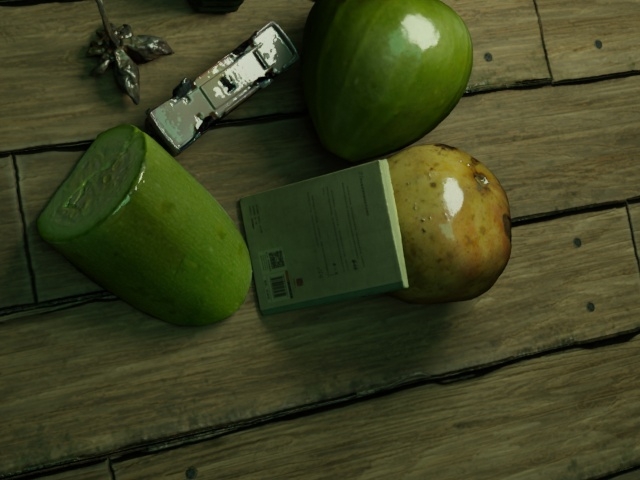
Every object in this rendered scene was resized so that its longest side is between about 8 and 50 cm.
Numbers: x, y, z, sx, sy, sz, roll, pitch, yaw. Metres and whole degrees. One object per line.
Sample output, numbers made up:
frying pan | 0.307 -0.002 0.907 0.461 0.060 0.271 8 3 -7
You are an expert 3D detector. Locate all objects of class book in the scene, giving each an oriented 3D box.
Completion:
book | 0.000 0.000 1.701 0.025 0.282 0.215 -6 86 -59

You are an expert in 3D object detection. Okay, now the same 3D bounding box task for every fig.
fig | 0.093 -0.281 1.742 0.316 0.316 0.316 2 83 -19

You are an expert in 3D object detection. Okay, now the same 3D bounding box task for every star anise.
star anise | -0.311 -0.355 1.648 0.148 0.227 0.219 -21 80 -14

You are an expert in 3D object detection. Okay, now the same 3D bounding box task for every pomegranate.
pomegranate | 0.185 -0.024 1.753 0.281 0.281 0.281 2 83 -19

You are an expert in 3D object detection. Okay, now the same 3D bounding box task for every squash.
squash | -0.256 -0.002 1.701 0.309 0.210 0.234 45 68 -39

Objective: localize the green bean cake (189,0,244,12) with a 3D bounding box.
green bean cake | -0.171 -0.487 1.721 0.094 0.183 0.185 -5 85 -16

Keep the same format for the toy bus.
toy bus | -0.167 -0.251 1.732 0.274 0.112 0.090 -40 97 -19
